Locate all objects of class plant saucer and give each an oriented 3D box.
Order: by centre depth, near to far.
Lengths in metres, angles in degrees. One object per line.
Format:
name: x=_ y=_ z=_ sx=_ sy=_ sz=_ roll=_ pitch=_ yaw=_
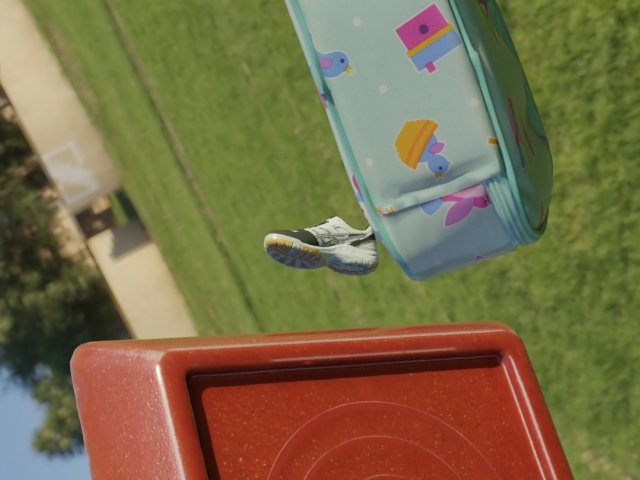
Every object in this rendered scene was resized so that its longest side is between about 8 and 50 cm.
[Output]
plant saucer: x=0.032 y=0.146 z=0.624 sx=0.048 sy=0.258 sz=0.259 roll=-55 pitch=44 yaw=48

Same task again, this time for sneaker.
sneaker: x=0.000 y=0.000 z=0.905 sx=0.032 sy=0.083 sz=0.037 roll=-36 pitch=47 yaw=56

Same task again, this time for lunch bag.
lunch bag: x=0.068 y=-0.129 z=0.878 sx=0.224 sy=0.107 sz=0.279 roll=-42 pitch=-67 yaw=-70
